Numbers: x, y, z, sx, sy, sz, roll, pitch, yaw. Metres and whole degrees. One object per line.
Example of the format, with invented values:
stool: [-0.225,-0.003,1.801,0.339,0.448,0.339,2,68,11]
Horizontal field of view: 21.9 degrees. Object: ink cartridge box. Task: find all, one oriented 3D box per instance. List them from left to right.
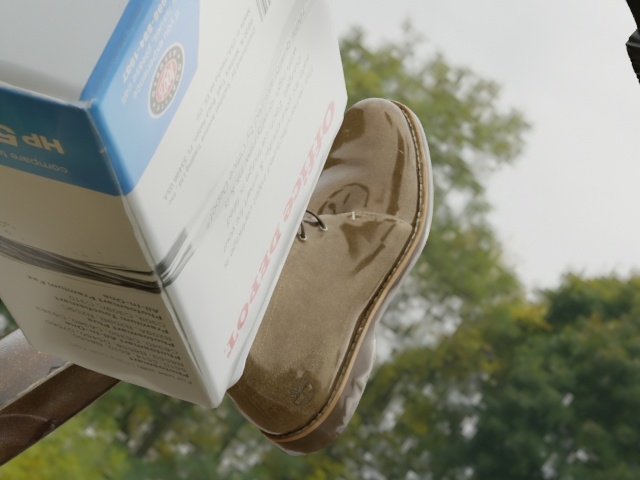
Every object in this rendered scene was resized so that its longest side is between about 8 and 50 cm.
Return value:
ink cartridge box: [-0.060,-0.055,0.558,0.086,0.148,0.203,15,-27,14]

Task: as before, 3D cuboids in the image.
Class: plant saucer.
plant saucer: [-0.227,0.117,1.185,0.050,0.311,0.310,55,-12,7]

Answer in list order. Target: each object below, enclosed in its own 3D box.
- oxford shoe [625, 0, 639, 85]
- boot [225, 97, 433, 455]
oxford shoe: [0.204,-0.171,0.899,0.083,0.096,0.227,25,-33,46]
boot: [0.000,0.000,1.244,0.112,0.305,0.115,-9,-39,40]
